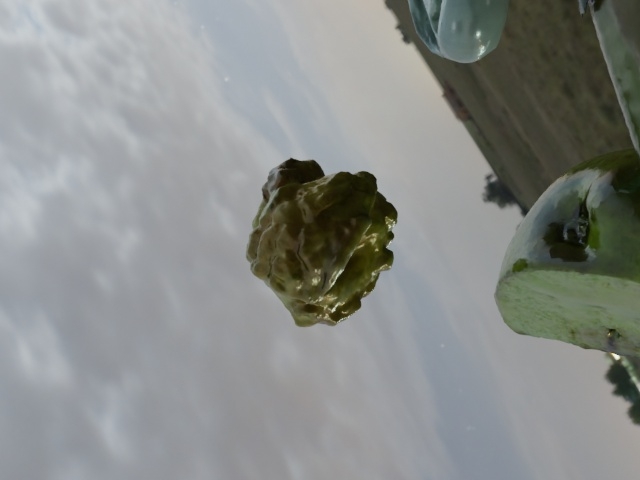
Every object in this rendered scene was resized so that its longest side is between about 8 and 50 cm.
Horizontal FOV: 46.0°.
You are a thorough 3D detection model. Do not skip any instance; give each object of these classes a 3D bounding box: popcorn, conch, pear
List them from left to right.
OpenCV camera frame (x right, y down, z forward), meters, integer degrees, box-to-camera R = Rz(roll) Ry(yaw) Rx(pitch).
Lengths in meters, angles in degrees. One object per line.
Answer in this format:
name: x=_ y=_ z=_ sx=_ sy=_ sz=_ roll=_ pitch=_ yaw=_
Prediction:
popcorn: x=-0.004 y=0.001 z=0.868 sx=0.197 sy=0.155 sz=0.197 roll=-37 pitch=-47 yaw=-53
conch: x=0.188 y=-0.352 z=1.088 sx=0.121 sy=0.185 sz=0.221 roll=-6 pitch=-123 yaw=-29
pear: x=0.312 y=0.003 z=0.763 sx=0.282 sy=0.286 sz=0.176 roll=42 pitch=-117 yaw=-52

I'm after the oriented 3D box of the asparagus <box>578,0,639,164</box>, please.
asparagus: x=0.302 y=-0.069 z=0.576 sx=0.108 sy=0.128 sz=0.382 roll=147 pitch=109 yaw=-71
